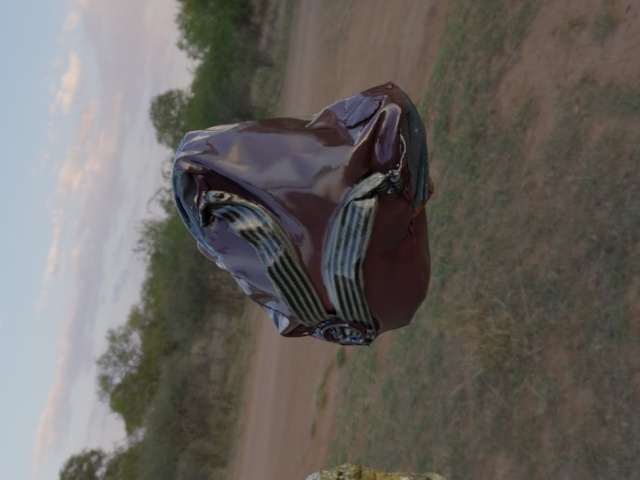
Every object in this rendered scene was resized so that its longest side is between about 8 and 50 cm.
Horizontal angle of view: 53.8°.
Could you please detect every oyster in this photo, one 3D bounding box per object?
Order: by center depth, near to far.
[{"bbox_3d":[0.053,0.260,0.636,0.133,0.209,0.072,-51,50,35],"label":"oyster"}]

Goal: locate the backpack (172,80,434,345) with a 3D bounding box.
[{"bbox_3d":[0.000,0.000,0.744,0.197,0.283,0.317,-87,-16,-57],"label":"backpack"}]
